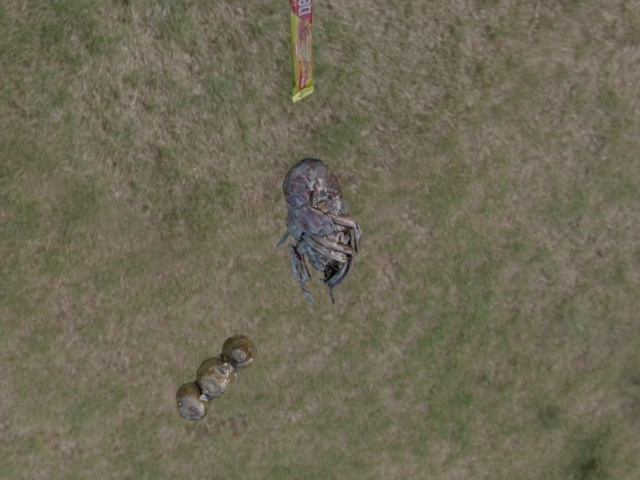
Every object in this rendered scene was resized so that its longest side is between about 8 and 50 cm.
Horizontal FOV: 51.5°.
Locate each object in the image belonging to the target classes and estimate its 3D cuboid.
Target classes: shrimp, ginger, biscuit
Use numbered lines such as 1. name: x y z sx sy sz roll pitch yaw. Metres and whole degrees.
1. shrimp: 0.000 -0.001 0.680 0.073 0.075 0.190 -30 139 -20
2. ginger: -0.211 0.274 1.337 0.080 0.104 0.204 44 78 -1
3. biscuit: -0.030 -0.320 0.965 0.048 0.026 0.292 -27 149 -18
